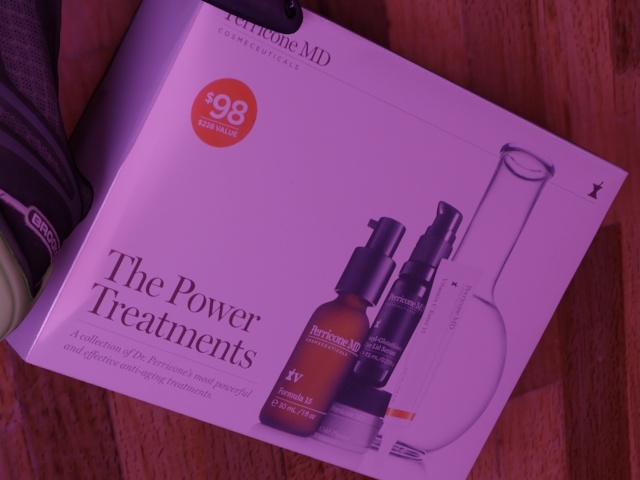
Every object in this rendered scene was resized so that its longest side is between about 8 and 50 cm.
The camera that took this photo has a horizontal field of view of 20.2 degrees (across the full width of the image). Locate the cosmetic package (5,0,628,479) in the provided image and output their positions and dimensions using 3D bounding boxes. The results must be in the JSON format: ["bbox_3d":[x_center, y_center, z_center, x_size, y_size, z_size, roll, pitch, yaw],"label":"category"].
[{"bbox_3d":[0.000,0.000,1.256,0.377,0.097,0.284,22,96,-33],"label":"cosmetic package"}]

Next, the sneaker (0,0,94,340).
[{"bbox_3d":[-0.268,-0.172,1.018,0.202,0.185,0.482,-45,125,-52],"label":"sneaker"}]

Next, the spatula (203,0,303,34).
[{"bbox_3d":[-0.119,-0.167,1.030,0.296,0.030,0.084,14,69,-40],"label":"spatula"}]
